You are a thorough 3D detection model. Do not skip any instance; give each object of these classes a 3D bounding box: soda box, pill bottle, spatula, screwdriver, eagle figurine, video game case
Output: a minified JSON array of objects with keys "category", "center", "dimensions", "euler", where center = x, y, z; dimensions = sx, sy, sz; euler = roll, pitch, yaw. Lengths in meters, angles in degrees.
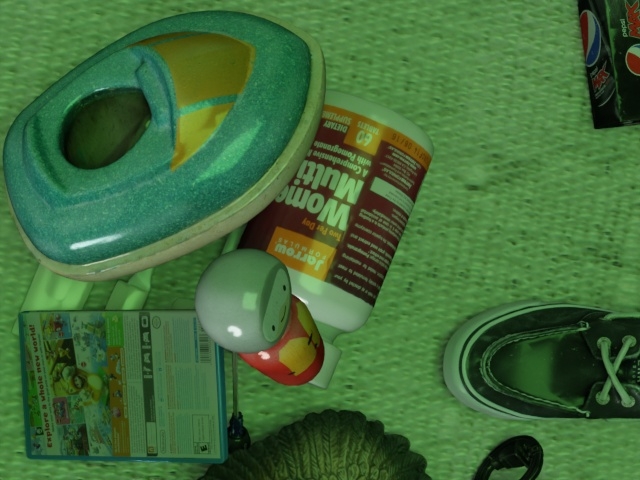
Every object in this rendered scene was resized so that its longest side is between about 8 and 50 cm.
[{"category":"soda box","center":[0.272,-0.188,1.088],"dimensions":[0.060,0.053,0.169],"euler":[-7,89,-14]},{"category":"pill bottle","center":[0.000,0.000,0.978],"dimensions":[0.121,0.121,0.221],"euler":[24,82,-12]},{"category":"spatula","center":[-0.130,-0.003,1.001],"dimensions":[0.168,0.019,0.242],"euler":[23,82,-7]},{"category":"screwdriver","center":[-0.064,0.129,0.955],"dimensions":[0.025,0.024,0.170],"euler":[-8,132,-19]},{"category":"eagle figurine","center":[-0.023,0.268,0.932],"dimensions":[0.298,0.225,0.226],"euler":[-26,86,-2]},{"category":"video game case","center":[-0.155,0.114,0.946],"dimensions":[0.166,0.015,0.119],"euler":[-1,95,13]}]

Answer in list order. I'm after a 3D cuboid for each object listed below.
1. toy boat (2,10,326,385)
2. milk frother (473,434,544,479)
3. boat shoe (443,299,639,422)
[{"category":"toy boat","center":[-0.091,-0.039,0.868],"dimensions":[0.267,0.148,0.318],"euler":[-33,61,1]},{"category":"milk frother","center":[0.193,0.261,1.034],"dimensions":[0.143,0.129,0.135],"euler":[-63,141,-36]},{"category":"boat shoe","center":[0.260,0.111,1.047],"dimensions":[0.301,0.102,0.108],"euler":[6,86,-14]}]
